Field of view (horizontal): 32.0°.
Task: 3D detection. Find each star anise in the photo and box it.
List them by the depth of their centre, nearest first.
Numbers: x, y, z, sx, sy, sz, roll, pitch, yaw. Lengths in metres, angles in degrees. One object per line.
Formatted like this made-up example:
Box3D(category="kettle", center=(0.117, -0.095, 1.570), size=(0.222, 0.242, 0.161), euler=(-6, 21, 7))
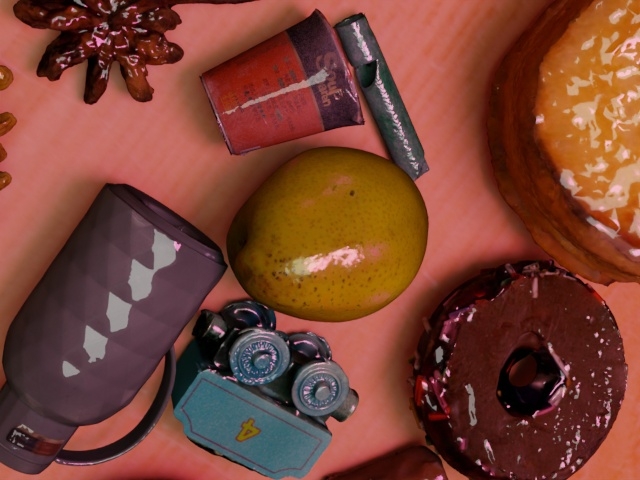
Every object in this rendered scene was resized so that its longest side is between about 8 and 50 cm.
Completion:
Box3D(category="star anise", center=(-0.176, -0.231, 1.060), size=(0.234, 0.073, 0.177), euler=(-44, 120, -11))

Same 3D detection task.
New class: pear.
Box3D(category="pear", center=(0.000, 0.000, 1.097), size=(0.220, 0.187, 0.187), euler=(-25, 111, -37))

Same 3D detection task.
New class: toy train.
Box3D(category="toy train", center=(-0.064, 0.155, 1.167), size=(0.198, 0.107, 0.154), euler=(31, 100, -21))

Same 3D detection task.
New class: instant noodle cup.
Box3D(category="instant noodle cup", center=(-0.041, -0.147, 1.100), size=(0.136, 0.127, 0.127), euler=(-22, 108, -2))

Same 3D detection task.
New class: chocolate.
Box3D(category="chocolate", center=(0.091, 0.352, 1.264), size=(0.148, 0.093, 0.214), euler=(-19, 107, -10))

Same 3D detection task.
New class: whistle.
Box3D(category="whistle", center=(0.066, -0.146, 1.169), size=(0.039, 0.039, 0.186), euler=(-29, 110, -9))

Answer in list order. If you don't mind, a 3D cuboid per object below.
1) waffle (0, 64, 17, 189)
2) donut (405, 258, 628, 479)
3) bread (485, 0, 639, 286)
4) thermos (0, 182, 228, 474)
Box3D(category="waffle", center=(-0.427, -0.105, 1.016), size=(0.293, 0.069, 0.259), euler=(10, 97, -16))
Box3D(category="donut", center=(0.216, 0.149, 1.237), size=(0.270, 0.103, 0.269), euler=(-1, 94, -22))
Box3D(category="bread", center=(0.367, -0.124, 1.122), size=(0.398, 0.215, 0.398), euler=(0, 93, 8))
Box3D(category="thermos", center=(-0.213, 0.101, 1.090), size=(0.182, 0.145, 0.286), euler=(32, 94, -29))
